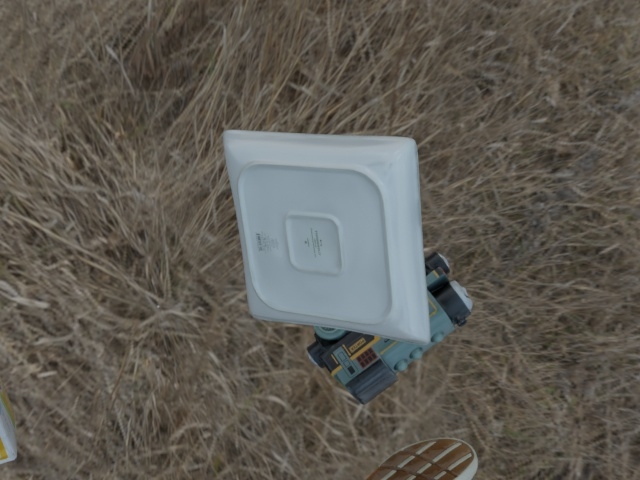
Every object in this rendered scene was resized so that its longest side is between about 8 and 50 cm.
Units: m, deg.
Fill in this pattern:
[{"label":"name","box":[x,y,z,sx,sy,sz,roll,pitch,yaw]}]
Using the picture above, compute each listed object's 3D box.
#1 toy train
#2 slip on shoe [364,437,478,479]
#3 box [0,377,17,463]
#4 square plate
[{"label":"toy train","box":[0.135,0.166,1.753,0.334,0.142,0.190,-36,55,0]},{"label":"slip on shoe","box":[0.052,0.187,0.625,0.135,0.051,0.041,-33,128,-16]},{"label":"box","box":[-0.494,0.229,1.115,0.203,0.103,0.114,-14,122,-13]},{"label":"square plate","box":[0.000,0.000,1.435,0.344,0.049,0.347,6,115,28]}]
